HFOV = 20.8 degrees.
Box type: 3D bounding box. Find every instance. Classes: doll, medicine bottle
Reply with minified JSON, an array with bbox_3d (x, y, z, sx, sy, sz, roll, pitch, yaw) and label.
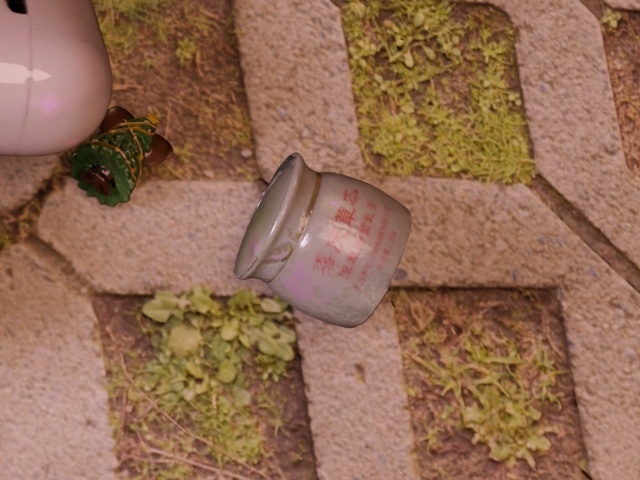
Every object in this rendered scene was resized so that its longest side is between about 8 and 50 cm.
[{"bbox_3d":[-0.194,-0.097,1.748,0.078,0.076,0.113,37,67,-1],"label":"doll"},{"bbox_3d":[0.000,0.000,1.762,0.143,0.147,0.147,26,71,-12],"label":"medicine bottle"}]

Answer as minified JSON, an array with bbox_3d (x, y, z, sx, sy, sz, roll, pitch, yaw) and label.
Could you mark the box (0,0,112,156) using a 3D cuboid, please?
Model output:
[{"bbox_3d":[-0.374,-0.193,1.611,0.349,0.141,0.289,4,33,-20],"label":"box"}]
